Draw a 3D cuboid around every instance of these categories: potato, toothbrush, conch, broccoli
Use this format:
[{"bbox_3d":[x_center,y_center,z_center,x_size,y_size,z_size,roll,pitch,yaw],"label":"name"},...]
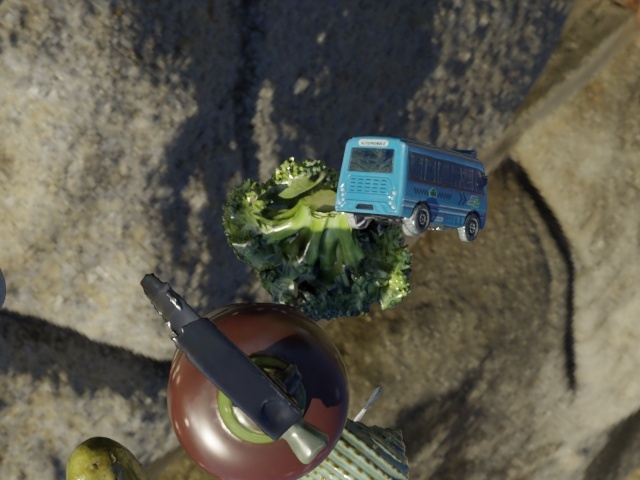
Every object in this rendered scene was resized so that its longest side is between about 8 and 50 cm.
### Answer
[{"bbox_3d":[-0.398,0.482,2.080,0.148,0.197,0.228,-16,156,6],"label":"potato"},{"bbox_3d":[0.066,0.305,1.852,0.131,0.013,0.011,-55,143,2],"label":"toothbrush"},{"bbox_3d":[0.043,0.348,1.663,0.200,0.172,0.131,-35,162,-30],"label":"conch"},{"bbox_3d":[0.001,0.002,1.370,0.198,0.226,0.176,-48,138,-21],"label":"broccoli"}]

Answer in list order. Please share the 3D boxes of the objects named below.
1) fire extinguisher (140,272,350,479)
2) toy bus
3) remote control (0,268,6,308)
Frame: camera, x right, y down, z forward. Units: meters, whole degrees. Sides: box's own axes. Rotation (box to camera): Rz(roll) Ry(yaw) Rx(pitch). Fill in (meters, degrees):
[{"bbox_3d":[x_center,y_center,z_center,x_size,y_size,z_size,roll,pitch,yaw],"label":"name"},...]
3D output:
[{"bbox_3d":[-0.053,0.075,0.647,0.102,0.138,0.344,-44,-179,-7],"label":"fire extinguisher"},{"bbox_3d":[0.046,-0.025,0.511,0.083,0.038,0.046,6,90,-53],"label":"toy bus"},{"bbox_3d":[-0.378,0.069,0.958,0.022,0.077,0.245,-24,-175,38],"label":"remote control"}]
